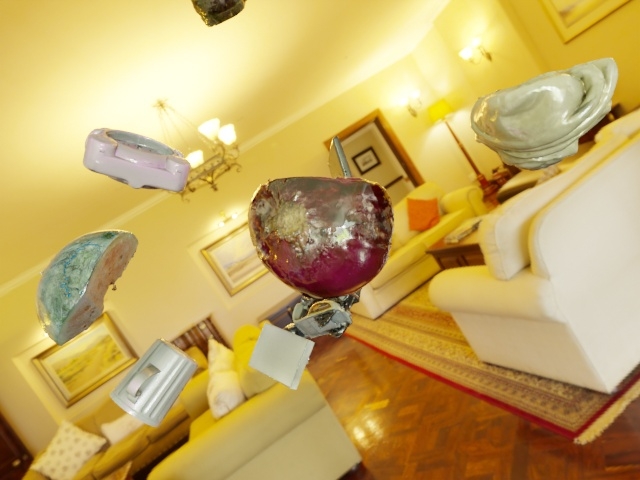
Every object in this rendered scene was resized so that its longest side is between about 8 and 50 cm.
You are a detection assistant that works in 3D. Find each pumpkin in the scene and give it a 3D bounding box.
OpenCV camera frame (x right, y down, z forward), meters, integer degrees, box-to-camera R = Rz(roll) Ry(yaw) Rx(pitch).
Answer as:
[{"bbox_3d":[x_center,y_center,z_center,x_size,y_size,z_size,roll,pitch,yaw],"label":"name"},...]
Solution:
[{"bbox_3d":[-0.350,-0.888,1.567,0.221,0.139,0.317,2,54,25],"label":"pumpkin"}]

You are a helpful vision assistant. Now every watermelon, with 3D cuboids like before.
[{"bbox_3d":[-0.611,0.077,1.096,0.188,0.175,0.322,108,176,-57],"label":"watermelon"}]

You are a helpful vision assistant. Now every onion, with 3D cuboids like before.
[{"bbox_3d":[0.000,0.000,0.995,0.336,0.260,0.282,0,-2,20],"label":"onion"}]

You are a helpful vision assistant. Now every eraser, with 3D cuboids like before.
[{"bbox_3d":[-0.086,0.245,0.947,0.150,0.023,0.104,9,73,46],"label":"eraser"}]

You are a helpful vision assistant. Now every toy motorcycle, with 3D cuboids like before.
[{"bbox_3d":[-0.007,0.215,1.270,0.263,0.091,0.157,-26,33,35],"label":"toy motorcycle"}]

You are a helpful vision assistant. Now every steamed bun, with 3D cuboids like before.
[{"bbox_3d":[0.500,-0.264,1.004,0.267,0.207,0.280,-20,11,2],"label":"steamed bun"}]

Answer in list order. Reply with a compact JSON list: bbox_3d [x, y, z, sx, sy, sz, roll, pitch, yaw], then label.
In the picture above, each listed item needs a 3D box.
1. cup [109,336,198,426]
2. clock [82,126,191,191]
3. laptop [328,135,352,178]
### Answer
[{"bbox_3d":[-0.460,0.401,1.254,0.202,0.167,0.221,-55,20,-19],"label":"cup"},{"bbox_3d":[-0.574,-0.262,1.385,0.322,0.295,0.113,47,120,56],"label":"clock"},{"bbox_3d":[0.057,-0.236,1.456,0.026,0.154,0.207,-17,-9,-8],"label":"laptop"}]
